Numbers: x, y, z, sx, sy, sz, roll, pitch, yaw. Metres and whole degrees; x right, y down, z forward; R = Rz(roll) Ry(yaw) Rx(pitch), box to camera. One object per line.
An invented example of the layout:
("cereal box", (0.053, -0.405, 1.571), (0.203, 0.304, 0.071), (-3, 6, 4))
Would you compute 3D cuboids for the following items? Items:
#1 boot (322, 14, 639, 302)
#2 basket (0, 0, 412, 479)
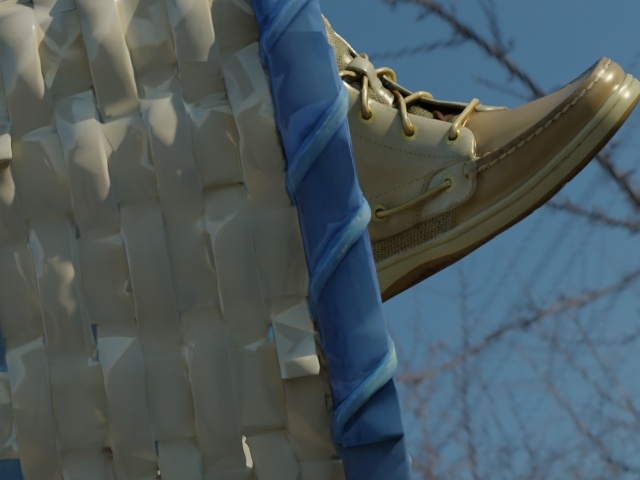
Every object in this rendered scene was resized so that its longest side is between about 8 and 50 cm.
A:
("boot", (0.039, -0.085, 1.010), (0.262, 0.203, 0.095), (-33, 4, 33))
("basket", (0.000, 0.000, 0.570), (0.289, 0.254, 0.201), (-7, -1, -4))
